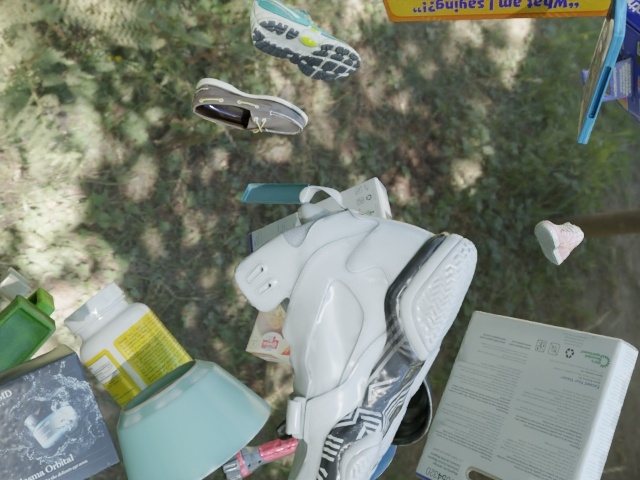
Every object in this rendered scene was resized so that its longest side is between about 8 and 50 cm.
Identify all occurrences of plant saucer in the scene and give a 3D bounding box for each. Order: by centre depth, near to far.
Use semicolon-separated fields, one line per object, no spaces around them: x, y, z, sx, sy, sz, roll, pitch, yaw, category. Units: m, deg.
-0.122;-0.124;2.008;0.018;0.192;0.067;61;41;-43;plant saucer

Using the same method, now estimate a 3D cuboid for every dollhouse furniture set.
-0.640;0.094;1.333;0.151;0.197;0.301;-46;117;-4;dollhouse furniture set

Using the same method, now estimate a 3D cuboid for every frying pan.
0.048;0.208;0.958;0.053;0.197;0.326;-35;150;-39;frying pan

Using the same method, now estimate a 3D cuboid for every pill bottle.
-0.416;0.265;1.690;0.334;0.188;0.188;52;52;-6;pill bottle

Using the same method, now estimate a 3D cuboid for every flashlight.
-0.134;0.581;2.082;0.303;0.103;0.103;-15;112;-16;flashlight

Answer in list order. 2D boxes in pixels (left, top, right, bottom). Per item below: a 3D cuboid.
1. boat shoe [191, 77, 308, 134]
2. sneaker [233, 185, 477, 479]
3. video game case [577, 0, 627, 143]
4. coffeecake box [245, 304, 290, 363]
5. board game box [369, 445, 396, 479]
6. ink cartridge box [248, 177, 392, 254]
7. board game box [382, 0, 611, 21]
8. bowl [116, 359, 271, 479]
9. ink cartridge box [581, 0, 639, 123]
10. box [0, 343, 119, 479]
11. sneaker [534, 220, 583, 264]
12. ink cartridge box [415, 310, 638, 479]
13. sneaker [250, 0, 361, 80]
-0.197;-0.351;2.081;0.324;0.117;0.097;17;55;-10;boat shoe
-0.003;0.125;0.787;0.366;0.210;0.137;-63;164;3;sneaker
0.355;-0.222;0.944;0.166;0.015;0.119;90;18;-50;video game case
-0.055;0.149;1.491;0.068;0.142;0.186;33;66;-38;coffeecake box
0.108;0.468;1.637;0.133;0.169;0.033;-42;118;1;board game box
0.000;0.000;1.640;0.065;0.332;0.166;43;32;-50;ink cartridge box
0.261;-0.568;1.053;0.356;0.356;0.357;57;47;-52;board game box
-0.269;0.347;1.455;0.311;0.311;0.163;-36;96;-41;bowl
0.612;-0.338;1.194;0.395;0.151;0.270;-36;148;5;ink cartridge box
-0.362;0.237;0.944;0.155;0.093;0.158;-23;101;-27;box
0.420;-0.013;1.311;0.070;0.051;0.134;-43;144;-2;sneaker
0.342;0.302;1.282;0.071;0.324;0.330;27;79;-33;ink cartridge box
-0.024;-0.407;1.488;0.275;0.107;0.110;20;51;-42;sneaker
